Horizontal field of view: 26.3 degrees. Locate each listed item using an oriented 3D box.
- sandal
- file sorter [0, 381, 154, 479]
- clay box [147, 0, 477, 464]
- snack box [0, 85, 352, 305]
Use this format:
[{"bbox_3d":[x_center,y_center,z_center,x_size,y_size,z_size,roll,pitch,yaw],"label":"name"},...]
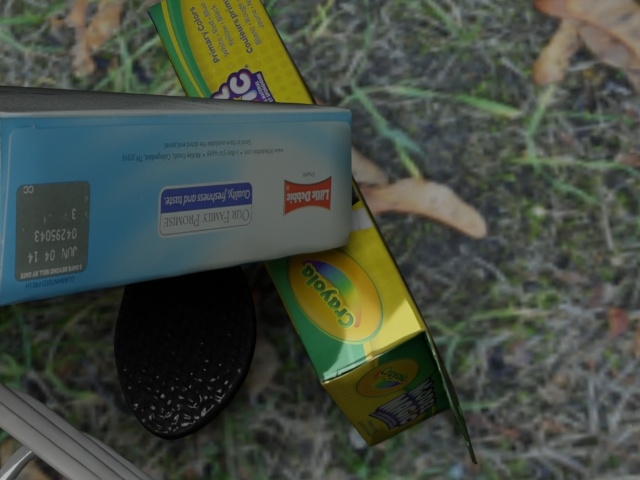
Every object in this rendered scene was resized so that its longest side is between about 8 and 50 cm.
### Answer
[{"bbox_3d":[-0.067,0.018,0.674,0.067,0.040,0.179,-10,54,1],"label":"sandal"},{"bbox_3d":[-0.121,0.161,0.503,0.173,0.277,0.193,31,79,24],"label":"file sorter"},{"bbox_3d":[0.000,0.000,0.615,0.053,0.127,0.222,-26,67,2],"label":"clay box"},{"bbox_3d":[-0.172,-0.032,0.533,0.322,0.187,0.060,7,99,33],"label":"snack box"}]
